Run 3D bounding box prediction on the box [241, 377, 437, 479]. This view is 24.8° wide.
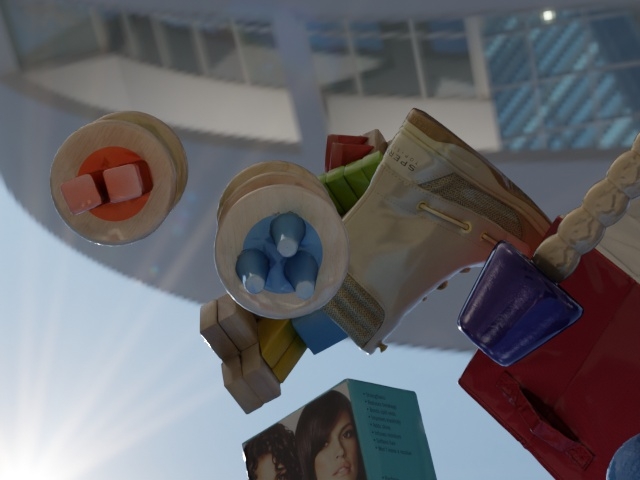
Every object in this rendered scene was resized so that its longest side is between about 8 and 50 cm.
[{"bbox_3d":[0.027,0.210,0.821,0.100,0.060,0.244,-36,-126,35],"label":"box"}]

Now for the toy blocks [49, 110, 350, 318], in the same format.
[{"bbox_3d":[-0.050,-0.010,0.578,0.123,0.054,0.148,18,-173,-5],"label":"toy blocks"}]

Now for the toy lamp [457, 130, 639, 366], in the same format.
[{"bbox_3d":[0.200,-0.029,0.986,0.275,0.080,0.080,-48,-151,8],"label":"toy lamp"}]

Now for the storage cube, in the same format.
[{"bbox_3d":[0.274,0.094,1.275,0.215,0.193,0.183,-11,-133,-46],"label":"storage cube"}]

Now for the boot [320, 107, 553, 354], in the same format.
[{"bbox_3d":[0.105,0.023,1.326,0.203,0.262,0.095,-51,-136,3],"label":"boot"}]

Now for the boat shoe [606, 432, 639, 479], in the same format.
[{"bbox_3d":[0.273,0.156,0.784,0.258,0.089,0.109,14,-140,0],"label":"boat shoe"}]

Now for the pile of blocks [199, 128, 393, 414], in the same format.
[{"bbox_3d":[0.000,0.000,1.447,0.149,0.113,0.362,-4,-138,42],"label":"pile of blocks"}]
